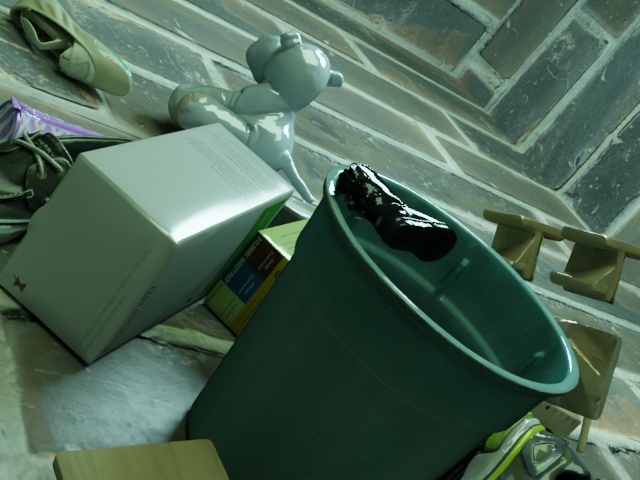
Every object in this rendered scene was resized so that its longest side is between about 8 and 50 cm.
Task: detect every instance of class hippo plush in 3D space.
[{"bbox_3d":[-0.105,-0.253,1.754,0.234,0.237,0.294,28,5,-37],"label":"hippo plush"}]

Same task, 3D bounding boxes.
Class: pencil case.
[{"bbox_3d":[-0.347,-0.126,1.392,0.206,0.088,0.086,15,46,-45],"label":"pencil case"}]

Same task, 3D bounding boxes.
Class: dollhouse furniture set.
[{"bbox_3d":[0.276,0.147,1.538,0.394,0.362,0.256,18,3,44],"label":"dollhouse furniture set"}]

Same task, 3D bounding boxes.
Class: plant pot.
[{"bbox_3d":[0.045,0.150,1.144,0.341,0.334,0.341,33,23,-16],"label":"plant pot"}]

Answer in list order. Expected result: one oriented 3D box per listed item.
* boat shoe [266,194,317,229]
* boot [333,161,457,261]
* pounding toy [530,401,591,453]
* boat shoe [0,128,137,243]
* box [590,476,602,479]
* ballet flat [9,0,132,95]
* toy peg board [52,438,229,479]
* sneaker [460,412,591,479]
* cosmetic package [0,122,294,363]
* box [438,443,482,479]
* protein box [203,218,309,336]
[{"bbox_3d":[-0.002,0.001,1.677,0.320,0.118,0.103,27,22,-9],"label":"boat shoe"},{"bbox_3d":[0.074,-0.029,1.034,0.121,0.045,0.099,12,30,-49],"label":"boot"},{"bbox_3d":[0.353,0.259,1.614,0.094,0.206,0.181,32,22,-19],"label":"pounding toy"},{"bbox_3d":[-0.346,-0.084,1.242,0.121,0.119,0.335,48,30,16],"label":"boat shoe"},{"bbox_3d":[0.373,0.442,1.242,0.322,0.232,0.058,32,27,-17],"label":"box"},{"bbox_3d":[-0.419,-0.317,1.694,0.248,0.086,0.086,43,21,13],"label":"ballet flat"},{"bbox_3d":[-0.157,0.275,0.945,0.160,0.079,0.161,2,39,-34],"label":"toy peg board"},{"bbox_3d":[0.189,0.325,1.130,0.121,0.300,0.111,29,-21,26],"label":"sneaker"},{"bbox_3d":[-0.199,-0.014,1.264,0.155,0.197,0.365,41,22,5],"label":"cosmetic package"},{"bbox_3d":[0.193,0.319,1.297,0.158,0.156,0.093,41,20,3],"label":"box"},{"bbox_3d":[-0.014,0.091,1.440,0.201,0.136,0.200,44,21,12],"label":"protein box"}]
